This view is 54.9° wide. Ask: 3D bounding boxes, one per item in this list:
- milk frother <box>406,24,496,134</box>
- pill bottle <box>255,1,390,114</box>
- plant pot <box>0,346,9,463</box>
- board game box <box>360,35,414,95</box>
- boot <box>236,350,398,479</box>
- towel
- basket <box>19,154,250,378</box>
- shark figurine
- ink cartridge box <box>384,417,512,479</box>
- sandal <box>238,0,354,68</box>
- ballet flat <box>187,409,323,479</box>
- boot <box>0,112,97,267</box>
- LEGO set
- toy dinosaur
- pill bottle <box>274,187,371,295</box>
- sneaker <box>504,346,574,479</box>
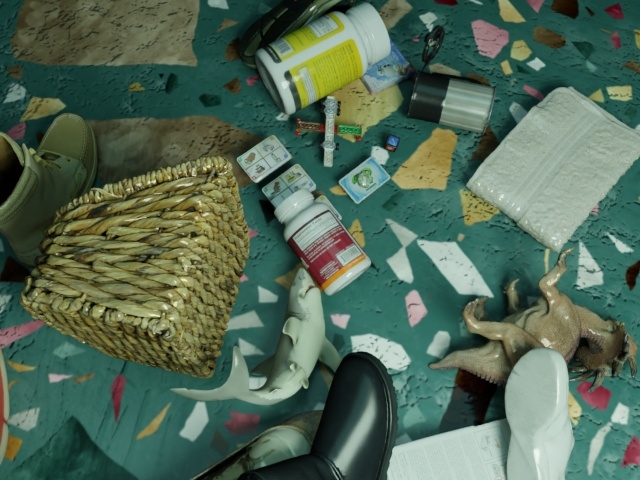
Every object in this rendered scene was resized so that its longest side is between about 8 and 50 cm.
[{"bbox_3d":[0.226,-0.267,1.027,0.134,0.143,0.129,13,60,6],"label":"milk frother"},{"bbox_3d":[0.006,-0.310,1.041,0.208,0.119,0.119,-29,70,-6],"label":"pill bottle"},{"bbox_3d":[-0.533,0.207,0.748,0.243,0.275,0.275,-8,67,-15],"label":"plant pot"},{"bbox_3d":[0.108,-0.316,1.111,0.090,0.020,0.090,-28,70,-11],"label":"board game box"},{"bbox_3d":[-0.005,0.260,0.722,0.094,0.207,0.247,3,87,40],"label":"boot"},{"bbox_3d":[0.398,-0.130,1.024,0.187,0.049,0.282,40,71,15],"label":"towel"},{"bbox_3d":[-0.227,0.030,0.800,0.213,0.299,0.223,12,69,5],"label":"basket"},{"bbox_3d":[-0.069,0.172,0.838,0.166,0.116,0.278,64,32,-12],"label":"shark figurine"},{"bbox_3d":[0.196,0.352,0.820,0.232,0.066,0.189,-5,65,-27],"label":"ink cartridge box"},{"bbox_3d":[-0.014,-0.407,1.116,0.302,0.086,0.120,-37,45,2],"label":"sandal"},{"bbox_3d":[-0.096,0.315,0.784,0.316,0.106,0.108,-30,71,-14],"label":"ballet flat"},{"bbox_3d":[-0.418,-0.113,0.906,0.095,0.203,0.262,10,68,2],"label":"boot"},{"bbox_3d":[0.011,-0.129,1.026,0.244,0.060,0.182,-38,84,-14],"label":"LEGO set"},{"bbox_3d":[0.312,0.148,0.866,0.295,0.127,0.200,-27,77,-7],"label":"toy dinosaur"},{"bbox_3d":[0.000,0.000,0.924,0.086,0.086,0.152,-34,81,-15],"label":"pill bottle"},{"bbox_3d":[0.299,0.235,0.809,0.094,0.080,0.212,-5,105,-31],"label":"sneaker"}]
